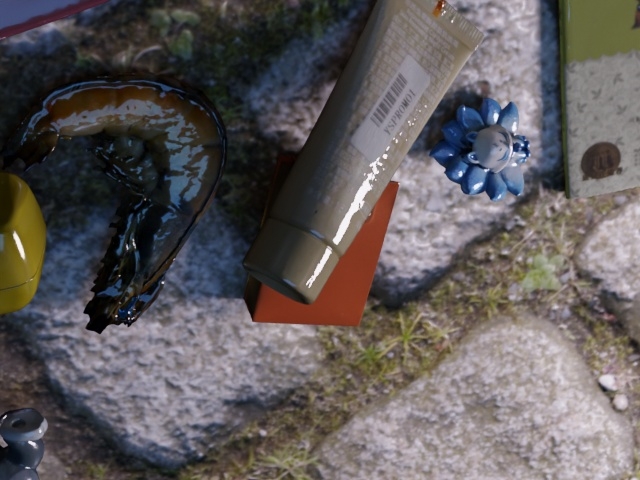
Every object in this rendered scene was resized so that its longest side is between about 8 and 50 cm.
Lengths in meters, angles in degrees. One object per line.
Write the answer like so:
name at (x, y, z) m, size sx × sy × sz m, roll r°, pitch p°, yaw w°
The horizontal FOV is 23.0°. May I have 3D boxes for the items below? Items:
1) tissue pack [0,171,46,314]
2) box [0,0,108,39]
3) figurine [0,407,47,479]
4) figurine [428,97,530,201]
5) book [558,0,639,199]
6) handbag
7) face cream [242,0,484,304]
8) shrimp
tissue pack at (-0.354, 0.014, 1.509) m, size 0.178 × 0.123 × 0.127 m, roll -6°, pitch 128°, yaw 3°
box at (-0.287, -0.276, 1.349) m, size 0.294 × 0.167 × 0.193 m, roll -20°, pitch 125°, yaw -5°
figurine at (-0.363, 0.304, 1.685) m, size 0.193 × 0.140 × 0.265 m, roll -12°, pitch 112°, yaw -38°
figurine at (0.164, -0.095, 1.650) m, size 0.114 × 0.079 × 0.114 m, roll -1°, pitch 94°, yaw -22°
book at (0.367, -0.213, 1.674) m, size 0.239 × 0.035 × 0.352 m, roll -13°, pitch 123°, yaw -8°
handbag at (0.000, 0.000, 1.668) m, size 0.127 × 0.063 × 0.190 m, roll 3°, pitch 122°, yaw -19°
face cream at (0.040, -0.101, 1.566) m, size 0.137 × 0.084 × 0.341 m, roll 35°, pitch 79°, yaw -30°
shrimp at (-0.221, -0.038, 1.574) m, size 0.222 × 0.054 × 0.290 m, roll 13°, pitch 112°, yaw -25°
